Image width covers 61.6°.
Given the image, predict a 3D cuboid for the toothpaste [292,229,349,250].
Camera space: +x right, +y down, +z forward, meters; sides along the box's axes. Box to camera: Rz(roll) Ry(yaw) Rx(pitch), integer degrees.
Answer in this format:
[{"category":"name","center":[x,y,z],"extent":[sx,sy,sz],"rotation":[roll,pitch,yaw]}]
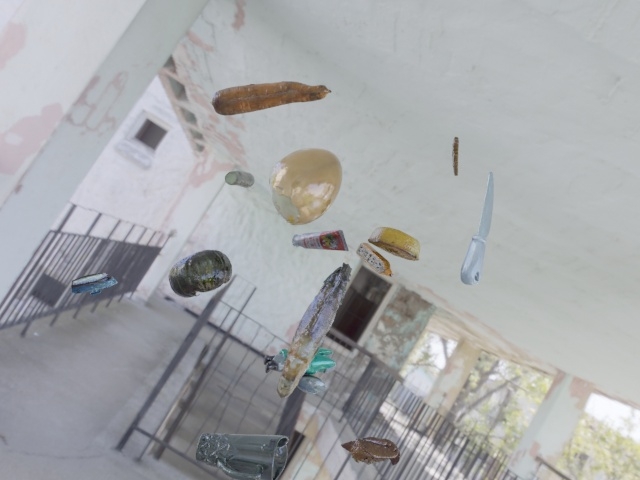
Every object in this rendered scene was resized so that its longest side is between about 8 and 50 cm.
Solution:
[{"category":"toothpaste","center":[0.000,0.000,1.980],"extent":[0.234,0.057,0.089],"rotation":[-1,-61,37]}]

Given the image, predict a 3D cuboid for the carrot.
[{"category":"carrot","center":[-0.101,-0.292,1.088],"extent":[0.248,0.059,0.059],"rotation":[-6,-11,4]}]

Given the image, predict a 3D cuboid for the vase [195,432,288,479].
[{"category":"vase","center":[-0.278,0.746,1.863],"extent":[0.301,0.156,0.251],"rotation":[6,9,7]}]

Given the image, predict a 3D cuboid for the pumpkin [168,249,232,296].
[{"category":"pumpkin","center":[-0.348,0.095,1.507],"extent":[0.107,0.183,0.119],"rotation":[36,31,-79]}]

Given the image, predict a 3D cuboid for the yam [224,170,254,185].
[{"category":"yam","center":[-0.286,-0.219,1.910],"extent":[0.061,0.061,0.274],"rotation":[31,6,2]}]

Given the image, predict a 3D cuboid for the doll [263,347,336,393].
[{"category":"doll","center":[-0.077,0.455,2.005],"extent":[0.258,0.195,0.153],"rotation":[20,-45,1]}]

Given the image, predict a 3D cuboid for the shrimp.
[{"category":"shrimp","center":[-0.011,0.228,1.351],"extent":[0.071,0.365,0.233],"rotation":[24,-17,11]}]

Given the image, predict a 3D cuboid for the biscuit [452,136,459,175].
[{"category":"biscuit","center":[0.317,-0.198,1.264],"extent":[0.016,0.092,0.082],"rotation":[2,0,12]}]

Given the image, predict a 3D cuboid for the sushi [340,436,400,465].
[{"category":"sushi","center":[0.103,0.422,1.078],"extent":[0.120,0.055,0.052],"rotation":[15,39,-32]}]

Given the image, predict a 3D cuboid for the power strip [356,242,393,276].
[{"category":"power strip","center":[0.179,0.066,1.753],"extent":[0.028,0.049,0.178],"rotation":[9,25,-42]}]

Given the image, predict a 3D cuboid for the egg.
[{"category":"egg","center":[-0.041,-0.166,1.573],"extent":[0.201,0.244,0.201],"rotation":[45,-14,14]}]

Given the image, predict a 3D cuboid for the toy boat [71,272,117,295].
[{"category":"toy boat","center":[-0.708,0.139,1.679],"extent":[0.060,0.137,0.061],"rotation":[-116,-167,-50]}]

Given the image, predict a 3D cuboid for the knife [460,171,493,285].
[{"category":"knife","center":[0.457,-0.031,1.509],"extent":[0.044,0.331,0.080],"rotation":[5,-19,43]}]

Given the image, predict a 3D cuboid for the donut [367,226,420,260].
[{"category":"donut","center":[0.243,0.008,1.720],"extent":[0.178,0.065,0.162],"rotation":[25,-7,-34]}]
